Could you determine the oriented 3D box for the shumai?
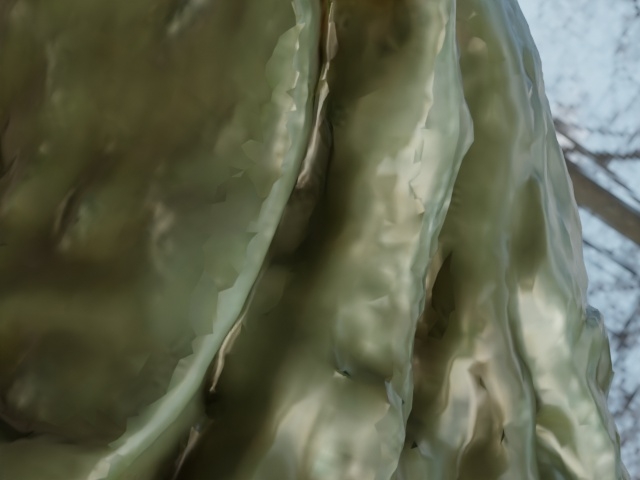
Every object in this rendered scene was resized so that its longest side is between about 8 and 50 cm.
[{"bbox_3d":[0.000,0.000,0.430,0.309,0.304,0.263,-80,-171,-72],"label":"shumai"}]
